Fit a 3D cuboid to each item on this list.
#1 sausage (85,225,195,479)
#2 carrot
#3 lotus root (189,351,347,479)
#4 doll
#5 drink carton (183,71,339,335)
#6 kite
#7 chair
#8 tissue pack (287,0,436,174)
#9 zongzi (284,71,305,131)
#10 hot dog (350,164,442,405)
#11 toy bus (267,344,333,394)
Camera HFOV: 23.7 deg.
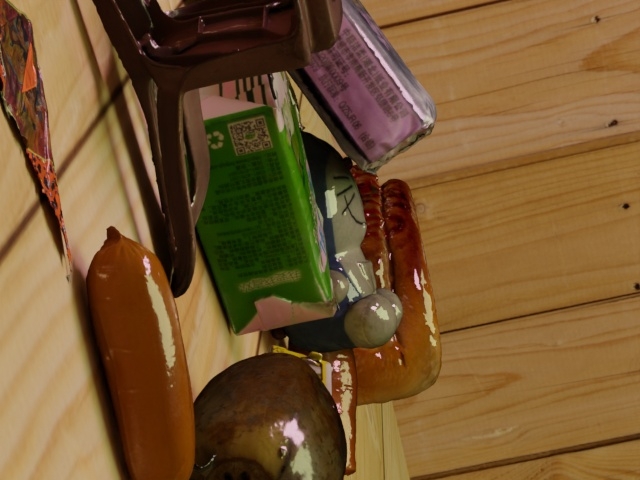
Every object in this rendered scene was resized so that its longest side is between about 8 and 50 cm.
[{"bbox_3d":[-0.107,0.080,0.934,0.062,0.054,0.183,-20,102,-57],"label":"sausage"},{"bbox_3d":[0.006,0.183,1.791,0.087,0.087,0.193,69,12,-61],"label":"carrot"},{"bbox_3d":[-0.040,0.154,1.119,0.241,0.123,0.124,-66,152,-78],"label":"lotus root"},{"bbox_3d":[0.000,0.000,1.728,0.228,0.154,0.258,-28,108,-80],"label":"doll"},{"bbox_3d":[-0.064,-0.059,1.414,0.161,0.108,0.271,-96,172,-47],"label":"drink carton"},{"bbox_3d":[-0.173,-0.099,0.885,0.125,0.008,0.222,-99,175,-54],"label":"kite"},{"bbox_3d":[-0.068,-0.135,1.145,0.175,0.183,0.326,-90,167,-63],"label":"chair"},{"bbox_3d":[-0.009,-0.243,1.695,0.361,0.122,0.259,56,7,0],"label":"tissue pack"},{"bbox_3d":[-0.064,-0.194,2.098,0.119,0.055,0.109,-133,-152,-77],"label":"zongzi"},{"bbox_3d":[0.050,0.032,2.061,0.405,0.185,0.223,-95,173,-59],"label":"hot dog"},{"bbox_3d":[-0.029,0.179,1.308,0.226,0.074,0.081,-92,-163,-62],"label":"toy bus"}]
